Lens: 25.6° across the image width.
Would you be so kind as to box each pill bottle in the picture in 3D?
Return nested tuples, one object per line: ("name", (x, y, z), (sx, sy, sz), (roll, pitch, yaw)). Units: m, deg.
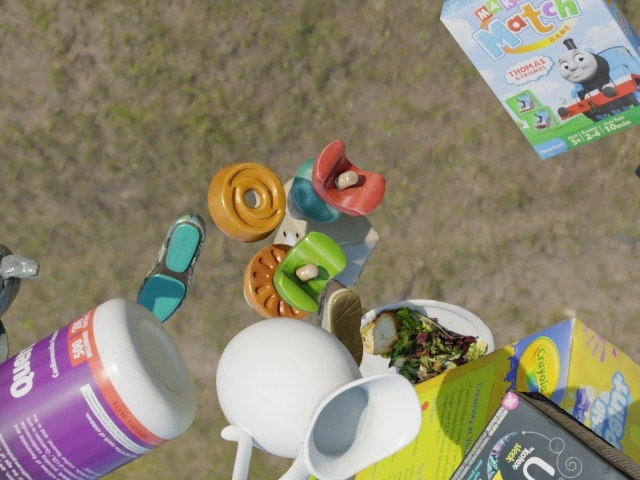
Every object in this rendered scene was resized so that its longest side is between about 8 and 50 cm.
("pill bottle", (-0.323, 0.215, 1.689), (0.323, 0.181, 0.181), (-30, 132, 11))

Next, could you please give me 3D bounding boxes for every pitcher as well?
("pitcher", (-0.032, 0.158, 1.275), (0.207, 0.178, 0.125), (24, 143, 58))

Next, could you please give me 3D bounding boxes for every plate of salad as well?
("plate of salad", (0.132, 0.151, 1.868), (0.200, 0.048, 0.199), (1, 136, 1))

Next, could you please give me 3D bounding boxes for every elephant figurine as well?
("elephant figurine", (-0.477, 0.113, 1.806), (0.169, 0.239, 0.186), (15, -179, -15))

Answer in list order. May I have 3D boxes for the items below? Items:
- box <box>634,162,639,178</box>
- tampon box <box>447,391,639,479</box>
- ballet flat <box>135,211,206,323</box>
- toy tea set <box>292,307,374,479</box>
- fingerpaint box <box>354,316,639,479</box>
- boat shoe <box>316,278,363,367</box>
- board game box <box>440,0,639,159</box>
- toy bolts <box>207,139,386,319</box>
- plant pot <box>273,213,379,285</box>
("box", (0.598, -0.011, 1.686), (0.312, 0.343, 0.179), (32, 105, -23))
("tampon box", (0.221, 0.233, 1.311), (0.161, 0.120, 0.101), (36, -170, 24))
("ballet flat", (-0.211, 0.039, 2.028), (0.070, 0.070, 0.188), (25, 116, -12))
("toy tea set", (0.065, 0.201, 2.080), (0.124, 0.336, 0.200), (-7, 117, 40))
("fingerpaint box", (0.195, 0.362, 1.680), (0.163, 0.444, 0.371), (36, 137, -24))
("boat shoe", (0.021, 0.113, 1.715), (0.056, 0.049, 0.152), (-6, 127, -20))
("board game box", (0.249, -0.194, 1.475), (0.160, 0.039, 0.211), (-21, 122, 33))
("toy bolts", (-0.053, -0.031, 1.806), (0.218, 0.228, 0.158), (45, 151, -15))
("plant pot", (0.000, 0.000, 1.954), (0.096, 0.109, 0.109), (-14, 147, -33))
